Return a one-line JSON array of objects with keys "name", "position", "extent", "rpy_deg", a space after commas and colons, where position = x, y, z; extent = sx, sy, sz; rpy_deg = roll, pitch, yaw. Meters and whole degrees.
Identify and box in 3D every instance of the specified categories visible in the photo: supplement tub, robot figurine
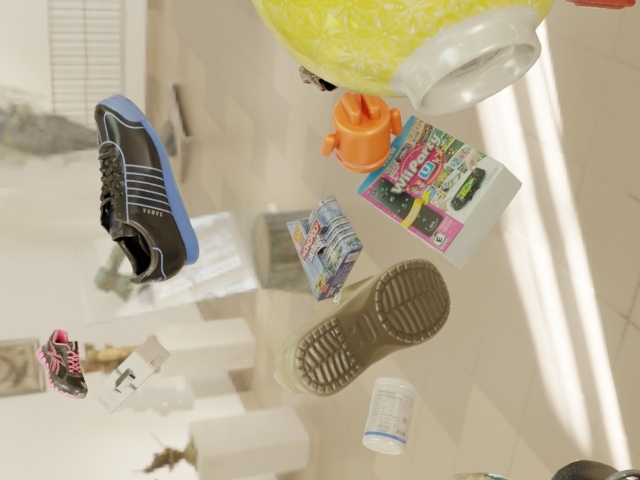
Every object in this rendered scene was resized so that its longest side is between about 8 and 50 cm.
[{"name": "supplement tub", "position": [0.110, 0.278, 1.381], "extent": [0.071, 0.071, 0.107], "rpy_deg": [130, 157, -62]}, {"name": "robot figurine", "position": [0.087, -0.230, 1.882], "extent": [0.128, 0.158, 0.219], "rpy_deg": [27, 153, 20]}]

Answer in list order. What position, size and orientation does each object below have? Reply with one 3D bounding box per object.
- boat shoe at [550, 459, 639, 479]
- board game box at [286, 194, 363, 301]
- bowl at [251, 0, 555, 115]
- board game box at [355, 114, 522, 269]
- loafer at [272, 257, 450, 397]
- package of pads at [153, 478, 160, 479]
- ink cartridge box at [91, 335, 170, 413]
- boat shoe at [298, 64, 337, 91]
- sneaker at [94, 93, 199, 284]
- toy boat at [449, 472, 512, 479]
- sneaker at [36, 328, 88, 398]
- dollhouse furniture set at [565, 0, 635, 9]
[{"name": "boat shoe", "position": [0.250, 0.255, 0.704], "extent": [0.500, 0.187, 0.156], "rpy_deg": [-20, 57, 44]}, {"name": "board game box", "position": [0.000, 0.000, 1.931], "extent": [0.194, 0.060, 0.194], "rpy_deg": [60, 148, 27]}, {"name": "bowl", "position": [0.101, -0.200, 0.739], "extent": [0.156, 0.289, 0.289], "rpy_deg": [67, 155, 12]}, {"name": "board game box", "position": [0.249, -0.111, 1.889], "extent": [0.224, 0.097, 0.303], "rpy_deg": [-54, 44, 3]}, {"name": "loafer", "position": [0.044, 0.095, 0.996], "extent": [0.092, 0.268, 0.102], "rpy_deg": [-16, 95, 49]}, {"name": "package of pads", "position": [-0.206, 0.473, 1.246], "extent": [0.229, 0.101, 0.296], "rpy_deg": [52, 170, 2]}, {"name": "ink cartridge box", "position": [-0.367, 0.259, 1.700], "extent": [0.135, 0.056, 0.099], "rpy_deg": [-44, 2, 15]}, {"name": "boat shoe", "position": [0.011, -0.326, 1.699], "extent": [0.207, 0.073, 0.073], "rpy_deg": [176, 84, -72]}, {"name": "sneaker", "position": [-0.228, -0.059, 1.049], "extent": [0.081, 0.090, 0.232], "rpy_deg": [-19, 97, 46]}, {"name": "toy boat", "position": [0.278, 0.458, 1.272], "extent": [0.267, 0.148, 0.318], "rpy_deg": [45, 146, 19]}, {"name": "sneaker", "position": [-0.343, 0.165, 1.183], "extent": [0.119, 0.047, 0.057], "rpy_deg": [43, 103, 38]}, {"name": "dollhouse furniture set", "position": [0.471, -0.385, 1.048], "extent": [0.201, 0.374, 0.152], "rpy_deg": [-32, 65, 58]}]
